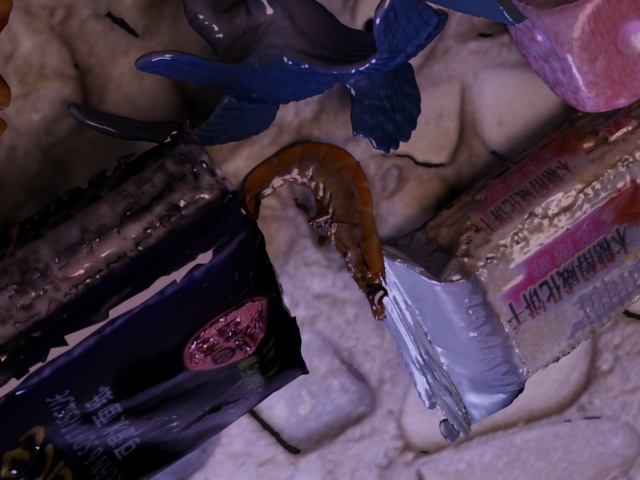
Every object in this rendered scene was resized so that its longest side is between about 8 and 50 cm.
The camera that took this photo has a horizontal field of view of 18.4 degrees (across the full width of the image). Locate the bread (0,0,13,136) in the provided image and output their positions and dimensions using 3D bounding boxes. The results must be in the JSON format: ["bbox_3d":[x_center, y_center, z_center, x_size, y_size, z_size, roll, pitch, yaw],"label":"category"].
[{"bbox_3d":[-0.312,-0.172,0.892,0.370,0.314,0.191,35,74,-28],"label":"bread"}]

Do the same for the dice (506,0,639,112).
[{"bbox_3d":[0.177,-0.146,1.271,0.093,0.091,0.094,-36,124,-6],"label":"dice"}]

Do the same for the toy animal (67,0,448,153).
[{"bbox_3d":[-0.015,-0.107,1.156,0.176,0.239,0.255,59,36,-9],"label":"toy animal"}]

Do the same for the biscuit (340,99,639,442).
[{"bbox_3d":[0.179,-0.006,1.350,0.309,0.079,0.186,-35,129,-8],"label":"biscuit"}]

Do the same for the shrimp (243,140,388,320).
[{"bbox_3d":[0.000,0.000,1.260,0.091,0.025,0.127,-25,82,-6],"label":"shrimp"}]

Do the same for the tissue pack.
[{"bbox_3d":[-0.168,0.101,1.171,0.332,0.123,0.245,-33,151,-10],"label":"tissue pack"}]

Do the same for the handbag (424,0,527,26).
[{"bbox_3d":[0.028,-0.210,1.128,0.057,0.144,0.221,-48,125,1],"label":"handbag"}]
